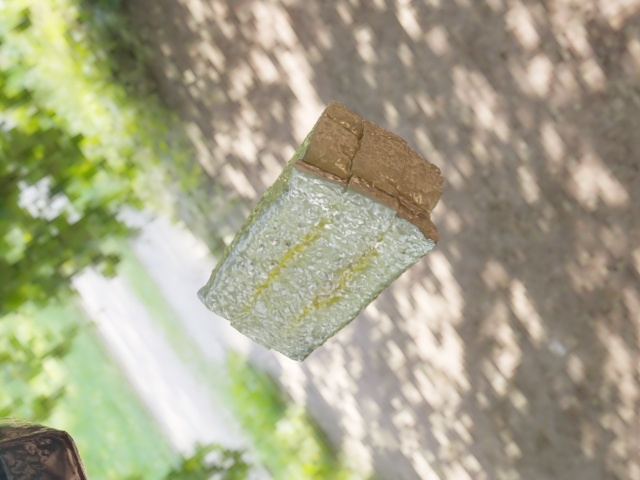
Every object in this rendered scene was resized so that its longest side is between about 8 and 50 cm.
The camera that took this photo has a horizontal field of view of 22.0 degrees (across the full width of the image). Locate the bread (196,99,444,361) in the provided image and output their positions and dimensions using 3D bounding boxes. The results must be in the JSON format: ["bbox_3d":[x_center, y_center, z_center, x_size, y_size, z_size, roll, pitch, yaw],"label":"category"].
[{"bbox_3d":[-0.006,0.014,0.835,0.077,0.152,0.105,30,-154,-6],"label":"bread"}]

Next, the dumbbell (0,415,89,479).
[{"bbox_3d":[-0.307,0.213,1.067,0.160,0.325,0.144,1,97,54],"label":"dumbbell"}]
